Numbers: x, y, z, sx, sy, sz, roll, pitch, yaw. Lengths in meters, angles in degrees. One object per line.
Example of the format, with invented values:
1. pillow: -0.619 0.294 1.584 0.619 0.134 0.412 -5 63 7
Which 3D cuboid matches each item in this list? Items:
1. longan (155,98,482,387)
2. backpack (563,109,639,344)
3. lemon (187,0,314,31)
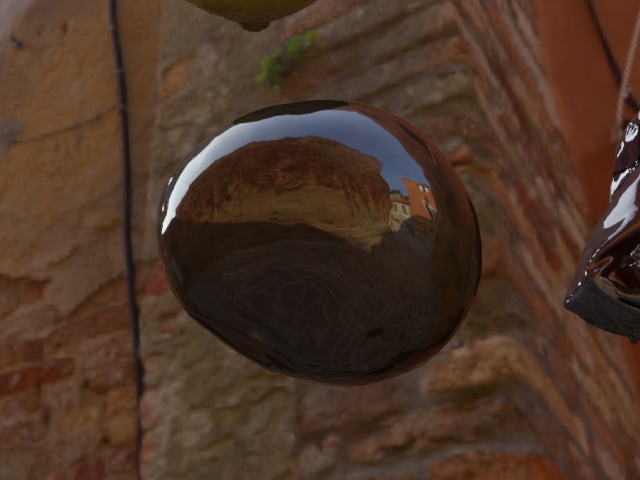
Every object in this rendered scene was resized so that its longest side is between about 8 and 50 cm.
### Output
1. longan: 0.000 0.000 0.745 0.213 0.198 0.198 3 -27 5
2. backpack: 0.458 0.018 1.254 0.317 0.283 0.197 25 -22 3
3. lemon: -0.068 -0.357 1.063 0.245 0.245 0.319 -4 -72 -8
